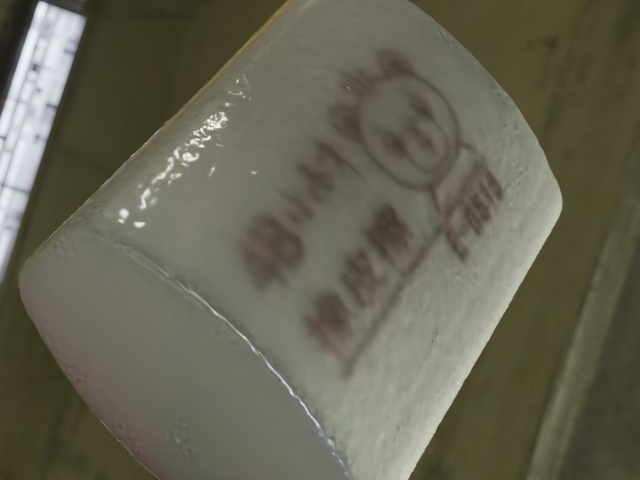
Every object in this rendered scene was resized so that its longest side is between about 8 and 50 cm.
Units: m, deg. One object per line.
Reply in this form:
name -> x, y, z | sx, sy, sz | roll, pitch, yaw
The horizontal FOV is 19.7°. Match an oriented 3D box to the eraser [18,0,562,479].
eraser -> 0.000, 0.000, 0.822 | 0.095, 0.174, 0.270 | -39, -172, 39
